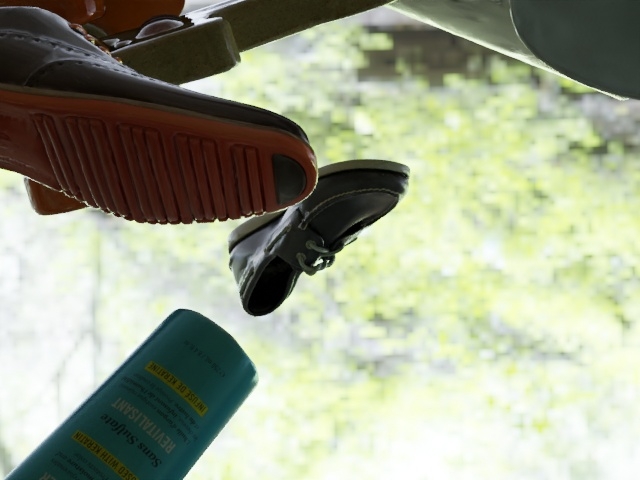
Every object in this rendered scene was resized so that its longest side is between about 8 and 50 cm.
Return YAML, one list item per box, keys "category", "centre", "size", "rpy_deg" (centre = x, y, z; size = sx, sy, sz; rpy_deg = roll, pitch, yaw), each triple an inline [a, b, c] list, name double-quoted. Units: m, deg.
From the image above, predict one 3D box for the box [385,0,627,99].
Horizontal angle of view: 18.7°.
- category: "box"
  centre: [0.230, -0.370, 1.772]
  size: [0.471, 0.297, 0.480]
  rpy_deg: [20, 167, -18]

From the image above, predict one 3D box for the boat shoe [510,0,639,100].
- category: "boat shoe"
  centre: [0.200, -0.113, 0.844]
  size: [0.228, 0.080, 0.076]
  rpy_deg: [-3, -153, 19]

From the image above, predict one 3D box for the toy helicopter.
- category: "toy helicopter"
  centre: [-0.102, -0.131, 1.341]
  size: [0.355, 0.140, 0.235]
  rpy_deg: [-22, -169, -28]

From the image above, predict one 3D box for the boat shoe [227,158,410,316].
- category: "boat shoe"
  centre: [0.000, 0.000, 1.391]
  size: [0.075, 0.065, 0.206]
  rpy_deg: [11, 155, -31]

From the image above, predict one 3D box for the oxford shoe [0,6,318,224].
- category: "oxford shoe"
  centre: [-0.127, -0.079, 1.032]
  size: [0.271, 0.098, 0.097]
  rpy_deg: [11, 146, 8]

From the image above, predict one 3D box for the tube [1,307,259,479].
- category: "tube"
  centre: [-0.110, 0.119, 0.855]
  size: [0.080, 0.207, 0.052]
  rpy_deg: [38, 155, 7]
